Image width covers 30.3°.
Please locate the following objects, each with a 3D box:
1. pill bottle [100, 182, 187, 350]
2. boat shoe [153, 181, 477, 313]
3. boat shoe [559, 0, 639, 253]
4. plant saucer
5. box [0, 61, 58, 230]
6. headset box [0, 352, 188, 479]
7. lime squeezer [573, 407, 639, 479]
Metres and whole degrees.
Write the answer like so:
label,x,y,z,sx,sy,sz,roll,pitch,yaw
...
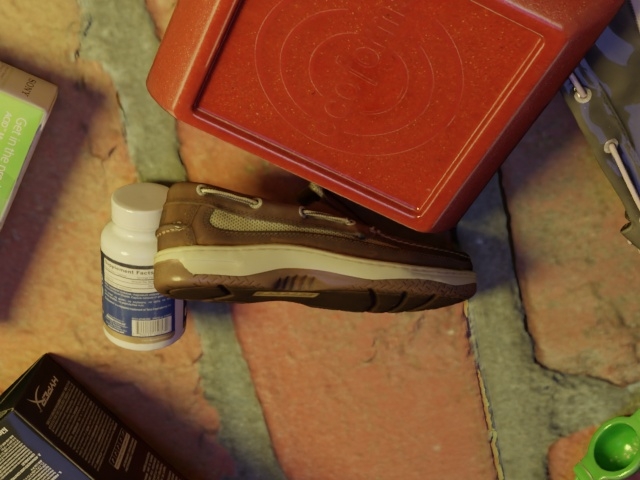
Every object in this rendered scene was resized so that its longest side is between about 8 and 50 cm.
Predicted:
label,x,y,z,sx,sy,sz,roll,pitch,yaw
pill bottle,-0.136,0.019,0.913,0.067,0.067,0.120,3,119,-3
boat shoe,0.003,-0.002,0.889,0.257,0.095,0.095,6,164,-26
boat shoe,0.230,-0.072,0.855,0.095,0.112,0.335,-15,115,27
plant saucer,0.028,-0.121,0.789,0.259,0.048,0.258,25,135,-7
box,-0.383,-0.073,0.864,0.322,0.058,0.232,24,116,-12
headset box,-0.208,0.278,1.001,0.218,0.110,0.293,-42,103,15
lime squeezer,0.275,0.206,1.033,0.110,0.059,0.310,7,118,-4
